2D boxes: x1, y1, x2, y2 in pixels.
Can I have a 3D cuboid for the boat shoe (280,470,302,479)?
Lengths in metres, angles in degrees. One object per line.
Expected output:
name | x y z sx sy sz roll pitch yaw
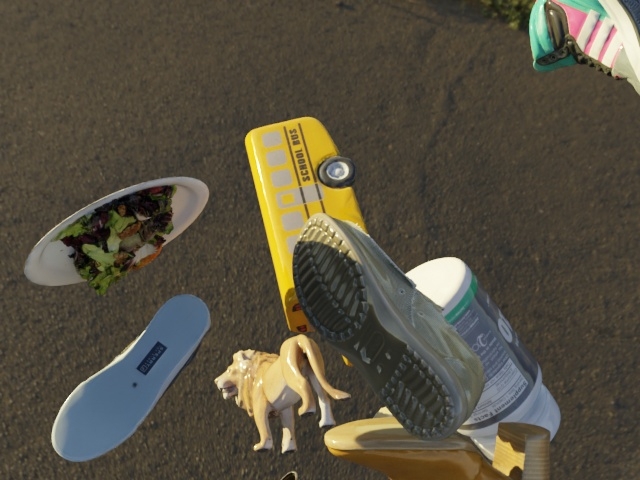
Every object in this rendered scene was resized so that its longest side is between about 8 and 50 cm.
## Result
boat shoe | -0.107 0.553 1.319 0.285 0.103 0.092 -25 92 -59

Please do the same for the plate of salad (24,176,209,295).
plate of salad | -0.199 0.001 0.691 0.200 0.200 0.048 -25 76 -23

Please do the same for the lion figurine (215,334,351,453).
lion figurine | -0.071 0.284 1.373 0.142 0.392 0.240 13 53 -34

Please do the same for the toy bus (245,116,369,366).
toy bus | 0.000 0.000 0.859 0.130 0.108 0.333 -13 59 -5

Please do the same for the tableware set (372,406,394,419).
tableware set | 0.166 0.395 1.403 0.020 0.168 0.141 54 37 -22

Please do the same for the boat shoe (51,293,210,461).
boat shoe | -0.172 0.136 0.647 0.065 0.083 0.183 39 67 6

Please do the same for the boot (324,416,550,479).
boot | 0.136 0.315 0.760 0.295 0.104 0.211 7 90 -19

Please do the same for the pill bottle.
pill bottle | 0.275 0.225 1.242 0.361 0.204 0.204 52 56 -17

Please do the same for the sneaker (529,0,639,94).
sneaker | 0.434 -0.301 1.069 0.124 0.178 0.295 -25 84 -33

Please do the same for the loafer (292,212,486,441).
loafer | 0.064 0.079 0.680 0.092 0.102 0.268 1 45 -46
